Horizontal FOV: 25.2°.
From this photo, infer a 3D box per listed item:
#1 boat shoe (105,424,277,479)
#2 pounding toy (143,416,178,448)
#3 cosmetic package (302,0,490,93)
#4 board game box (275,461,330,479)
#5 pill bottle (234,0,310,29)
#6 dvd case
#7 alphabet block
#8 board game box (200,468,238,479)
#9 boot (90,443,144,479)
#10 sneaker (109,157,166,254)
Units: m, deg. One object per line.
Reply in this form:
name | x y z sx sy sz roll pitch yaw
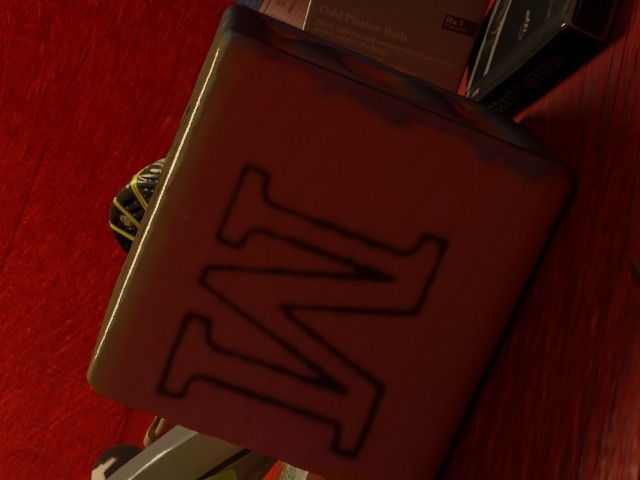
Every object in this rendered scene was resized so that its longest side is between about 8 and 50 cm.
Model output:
boat shoe | -0.116 0.253 1.128 0.367 0.156 0.136 -39 4 -1
pounding toy | -0.107 0.072 1.418 0.269 0.154 0.155 -80 14 -52
cosmetic package | 0.074 -0.226 0.996 0.107 0.127 0.238 -70 -4 -47
board game box | 0.004 0.127 1.008 0.103 0.026 0.154 133 157 -67
pill bottle | 0.001 -0.254 1.319 0.124 0.221 0.124 -159 90 -81
dvd case | 0.156 -0.199 0.861 0.179 0.029 0.239 140 151 -73
alphabet block | 0.000 0.000 0.795 0.192 0.193 0.197 -98 31 -77
board game box | -0.130 0.238 1.024 0.181 0.092 0.043 -22 -3 20
boot | -0.248 0.414 1.760 0.115 0.112 0.305 69 -152 -55
sneaker | -0.157 -0.011 1.764 0.147 0.145 0.385 -51 -13 -22
